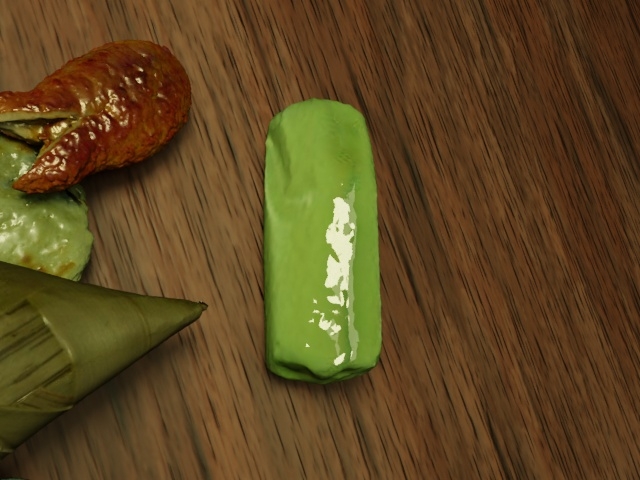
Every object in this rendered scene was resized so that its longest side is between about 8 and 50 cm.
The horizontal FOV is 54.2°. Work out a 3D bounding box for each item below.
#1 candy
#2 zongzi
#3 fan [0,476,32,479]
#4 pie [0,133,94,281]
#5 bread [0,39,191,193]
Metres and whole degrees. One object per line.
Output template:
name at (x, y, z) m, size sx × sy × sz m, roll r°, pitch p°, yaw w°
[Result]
candy at (0.000, 0.000, 0.766) m, size 0.131 × 0.142 × 0.344 m, roll 3°, pitch 75°, yaw -17°
zongzi at (-0.358, 0.000, 0.506) m, size 0.418 × 0.181 × 0.447 m, roll -34°, pitch 103°, yaw -31°
fan at (-0.332, 0.286, 0.573) m, size 0.175 × 0.005 × 0.113 m, roll -44°, pitch 135°, yaw -11°
pie at (-0.343, -0.036, 0.633) m, size 0.248 × 0.090 × 0.201 m, roll 44°, pitch 59°, yaw -14°
bread at (-0.238, -0.145, 0.681) m, size 0.139 × 0.095 × 0.269 m, roll 49°, pitch 38°, yaw -2°
